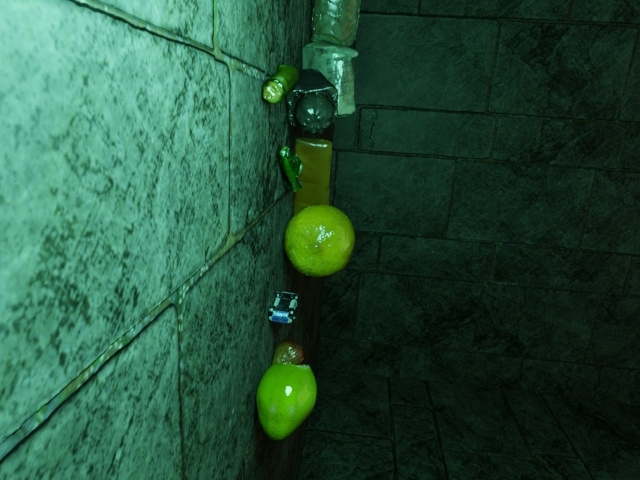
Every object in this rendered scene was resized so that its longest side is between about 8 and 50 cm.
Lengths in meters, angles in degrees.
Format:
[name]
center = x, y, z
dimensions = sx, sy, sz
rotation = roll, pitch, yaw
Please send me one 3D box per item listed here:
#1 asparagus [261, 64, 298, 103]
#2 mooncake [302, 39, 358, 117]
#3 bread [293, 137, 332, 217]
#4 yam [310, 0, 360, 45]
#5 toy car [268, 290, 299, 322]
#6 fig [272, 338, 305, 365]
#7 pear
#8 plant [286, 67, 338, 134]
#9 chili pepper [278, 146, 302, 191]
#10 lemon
[asparagus]
center = -0.096, -0.411, 1.144
dimensions = 0.278, 0.060, 0.067
rotation = -79, 162, -58
[mooncake]
center = 0.035, -0.568, 1.566
dimensions = 0.250, 0.136, 0.254
rotation = 35, -49, 48
[bread]
center = -0.030, -0.211, 1.686
dimensions = 0.077, 0.138, 0.361
rotation = -79, 173, -64
[yam]
center = 0.050, -0.900, 1.696
dimensions = 0.201, 0.202, 0.271
rotation = -48, 150, -45
[toy car]
center = -0.118, 0.219, 1.450
dimensions = 0.171, 0.080, 0.070
rotation = -75, 171, -70
[fig]
center = -0.111, 0.418, 1.531
dimensions = 0.153, 0.119, 0.119
rotation = -80, 173, -56
[pear]
center = -0.104, 0.472, 1.305
dimensions = 0.187, 0.187, 0.220
rotation = 74, 23, -77
[plant]
center = -0.026, -0.437, 1.408
dimensions = 0.142, 0.164, 0.256
rotation = 90, -4, -49
[chili pepper]
center = -0.093, -0.235, 1.391
dimensions = 0.216, 0.062, 0.108
rotation = 79, 10, -72
[lemon]
center = 0.000, 0.000, 1.575
dimensions = 0.310, 0.257, 0.258
rotation = -54, 150, -68
